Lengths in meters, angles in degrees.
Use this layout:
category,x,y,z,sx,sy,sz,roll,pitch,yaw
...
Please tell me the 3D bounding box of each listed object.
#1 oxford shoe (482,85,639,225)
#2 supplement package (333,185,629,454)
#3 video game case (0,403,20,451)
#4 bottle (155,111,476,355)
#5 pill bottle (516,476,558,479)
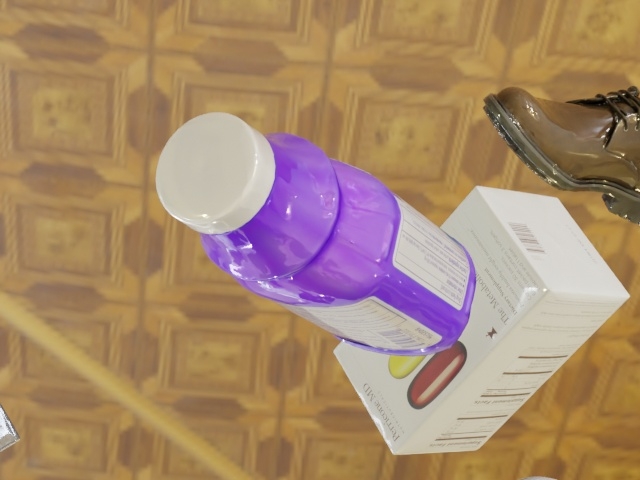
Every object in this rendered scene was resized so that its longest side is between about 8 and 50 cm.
category,x,y,z,sx,sy,sz,roll,pitch,yaw
oxford shoe,0.209,-0.085,1.103,0.227,0.082,0.096,14,126,-45
supplement package,0.152,0.083,1.420,0.134,0.139,0.244,6,132,-45
video game case,-0.405,0.145,1.177,0.026,0.274,0.196,-29,91,52
bottle,0.000,0.000,0.915,0.118,0.092,0.283,6,166,31
pill bottle,0.055,0.252,0.908,0.302,0.169,0.169,-16,147,-41
